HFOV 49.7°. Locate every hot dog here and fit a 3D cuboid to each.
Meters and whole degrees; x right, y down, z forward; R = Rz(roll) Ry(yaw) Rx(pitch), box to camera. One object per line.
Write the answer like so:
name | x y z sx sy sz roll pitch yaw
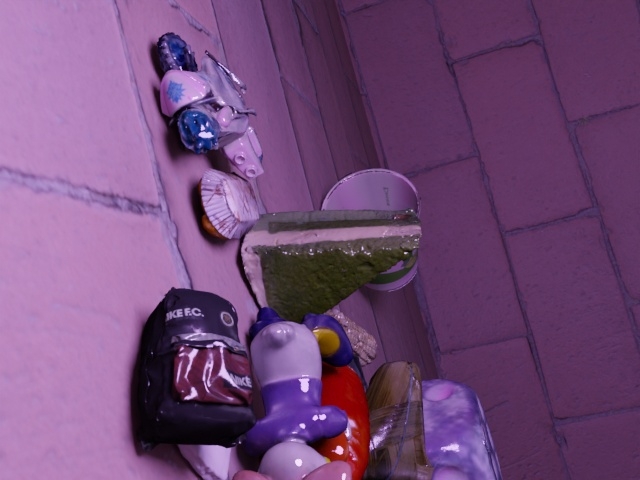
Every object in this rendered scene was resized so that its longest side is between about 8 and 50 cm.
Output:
hot dog | -0.137 -0.054 1.035 0.191 0.059 0.108 -21 97 -79

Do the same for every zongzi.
zongzi | 0.080 0.314 1.218 0.242 0.112 0.221 14 63 -30

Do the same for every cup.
cup | 0.146 -0.012 1.801 0.274 0.253 0.253 70 11 -54

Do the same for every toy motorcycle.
toy motorcycle | -0.158 -0.164 0.990 0.239 0.108 0.204 35 28 -29

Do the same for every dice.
dice | 0.227 0.467 1.431 0.270 0.271 0.270 -69 141 -69

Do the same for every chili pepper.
chili pepper | 0.005 0.314 1.016 0.338 0.131 0.135 -81 151 -60

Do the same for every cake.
cake | 0.006 -0.001 1.117 0.172 0.283 0.158 49 23 -24

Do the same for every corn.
corn | 0.057 0.210 1.459 0.211 0.087 0.087 47 30 -58

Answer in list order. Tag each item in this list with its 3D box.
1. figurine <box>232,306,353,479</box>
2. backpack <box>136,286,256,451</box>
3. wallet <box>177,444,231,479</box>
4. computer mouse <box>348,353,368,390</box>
figurine | -0.031 0.216 0.881 0.421 0.154 0.193 -95 174 -55
backpack | -0.130 0.128 0.719 0.120 0.106 0.165 9 53 -33
wallet | -0.132 0.187 0.827 0.183 0.031 0.124 -91 163 -51
computer mouse | 0.039 0.293 1.319 0.231 0.071 0.126 69 26 -49
